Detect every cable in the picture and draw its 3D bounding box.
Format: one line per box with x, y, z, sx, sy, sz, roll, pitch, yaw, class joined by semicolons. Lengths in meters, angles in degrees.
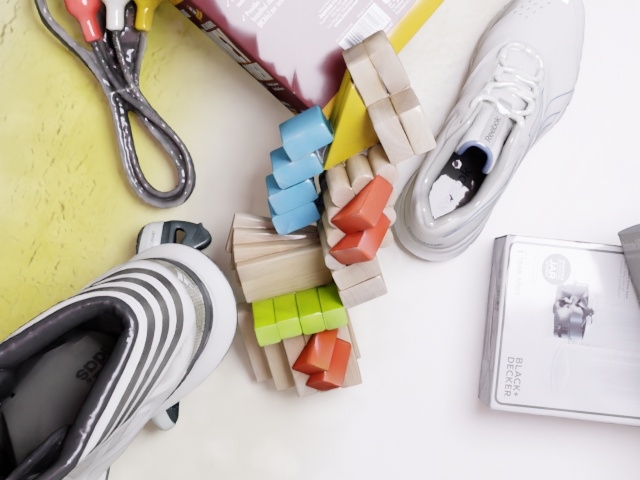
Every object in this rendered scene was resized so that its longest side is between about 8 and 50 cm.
-0.200;-0.169;1.093;0.139;0.072;0.287;-8;88;-4;cable

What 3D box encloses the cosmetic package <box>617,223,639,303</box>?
0.348;0.086;0.969;0.107;0.127;0.238;-20;86;-1;cosmetic package

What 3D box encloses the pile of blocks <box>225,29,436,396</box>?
0.000;0.000;0.993;0.149;0.113;0.362;7;117;-11;pile of blocks

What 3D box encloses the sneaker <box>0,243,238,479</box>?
-0.276;0.185;0.953;0.169;0.257;0.447;43;106;11;sneaker

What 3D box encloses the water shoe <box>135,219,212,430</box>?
-0.134;0.081;1.086;0.080;0.073;0.203;-3;89;-2;water shoe

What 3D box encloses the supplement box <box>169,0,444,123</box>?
-0.012;-0.239;1.043;0.194;0.129;0.191;41;89;-15;supplement box

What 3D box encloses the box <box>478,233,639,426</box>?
0.306;0.091;1.076;0.290;0.087;0.169;5;88;1;box

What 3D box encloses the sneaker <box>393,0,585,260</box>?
0.171;-0.114;1.063;0.111;0.129;0.297;26;87;3;sneaker
